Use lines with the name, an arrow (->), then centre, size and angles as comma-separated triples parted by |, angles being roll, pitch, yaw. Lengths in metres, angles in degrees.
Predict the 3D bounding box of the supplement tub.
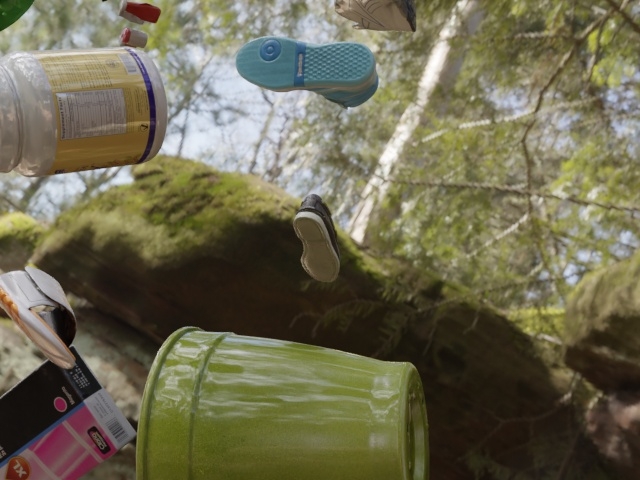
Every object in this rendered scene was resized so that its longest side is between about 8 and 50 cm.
supplement tub -> -0.492, -0.250, 1.685 | 0.241, 0.331, 0.241 | 20, -65, 49

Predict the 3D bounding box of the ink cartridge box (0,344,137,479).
ink cartridge box -> -0.472, 0.333, 1.383 | 0.371, 0.069, 0.175 | -37, -92, 26

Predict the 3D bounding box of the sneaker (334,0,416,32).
sneaker -> 0.071, -0.416, 1.436 | 0.129, 0.111, 0.297 | -7, -17, 18

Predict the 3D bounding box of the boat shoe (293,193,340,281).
boat shoe -> 0.000, 0.000, 1.740 | 0.081, 0.068, 0.227 | 6, -35, 14

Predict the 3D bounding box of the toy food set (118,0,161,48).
toy food set -> -0.461, -0.570, 2.118 | 0.104, 0.111, 0.232 | 8, -55, -37

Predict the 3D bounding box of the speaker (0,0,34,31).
speaker -> -0.542, -0.437, 1.227 | 0.296, 0.131, 0.131 | 49, -31, -3

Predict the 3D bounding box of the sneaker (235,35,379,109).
sneaker -> -0.018, -0.364, 1.947 | 0.319, 0.127, 0.208 | 9, -6, 16

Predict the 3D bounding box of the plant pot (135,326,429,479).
plant pot -> -0.028, 0.303, 1.273 | 0.353, 0.366, 0.366 | -4, -40, 15

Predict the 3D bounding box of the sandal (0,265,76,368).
sandal -> -0.396, 0.070, 1.176 | 0.265, 0.076, 0.102 | 35, -27, 34
